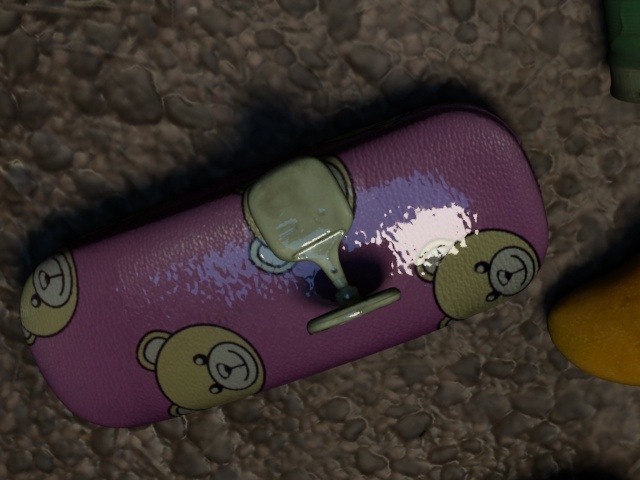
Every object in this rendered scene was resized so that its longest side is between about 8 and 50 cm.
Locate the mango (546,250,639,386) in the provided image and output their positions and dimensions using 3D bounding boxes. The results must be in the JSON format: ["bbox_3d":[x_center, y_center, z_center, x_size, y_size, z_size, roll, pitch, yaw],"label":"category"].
[{"bbox_3d":[0.223,0.033,0.751,0.184,0.085,0.102,-30,107,19],"label":"mango"}]

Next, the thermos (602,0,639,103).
[{"bbox_3d":[0.175,-0.173,0.682,0.073,0.083,0.187,-17,110,-14],"label":"thermos"}]

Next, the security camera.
[{"bbox_3d":[0.000,0.000,0.693,0.058,0.058,0.092,-24,86,12],"label":"security camera"}]

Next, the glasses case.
[{"bbox_3d":[-0.024,0.019,0.760,0.316,0.076,0.123,-20,106,10],"label":"glasses case"}]
